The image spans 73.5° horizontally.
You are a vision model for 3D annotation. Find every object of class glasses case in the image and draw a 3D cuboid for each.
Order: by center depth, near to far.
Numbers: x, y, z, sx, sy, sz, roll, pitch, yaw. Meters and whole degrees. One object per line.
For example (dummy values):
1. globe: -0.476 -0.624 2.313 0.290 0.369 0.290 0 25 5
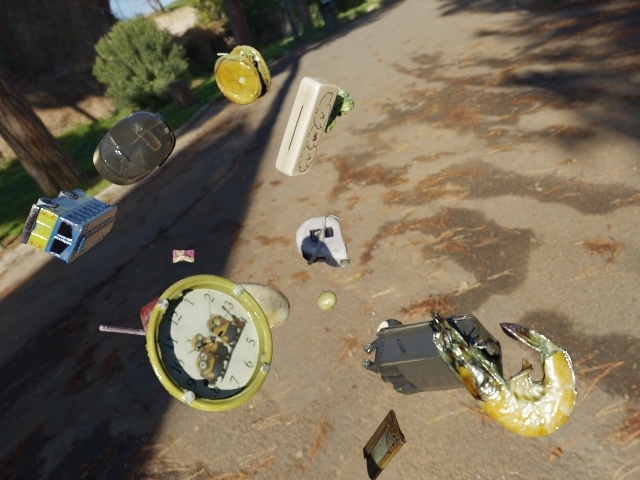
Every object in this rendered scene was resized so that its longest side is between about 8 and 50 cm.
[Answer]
1. glasses case: -0.050 -0.393 1.507 0.076 0.336 0.144 32 29 21

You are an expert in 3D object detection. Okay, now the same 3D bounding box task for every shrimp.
1. shrimp: 0.491 0.327 1.175 0.272 0.445 0.085 -50 -13 7

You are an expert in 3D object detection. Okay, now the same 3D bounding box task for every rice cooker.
1. rice cooker: -0.369 -0.183 0.855 0.107 0.112 0.165 -22 28 43

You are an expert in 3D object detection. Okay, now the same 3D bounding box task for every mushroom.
1. mushroom: -0.220 0.249 1.521 0.254 0.194 0.189 14 -19 -26

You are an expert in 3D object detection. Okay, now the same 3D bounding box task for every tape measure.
1. tape measure: 0.000 0.000 1.716 0.198 0.120 0.235 -8 57 -6

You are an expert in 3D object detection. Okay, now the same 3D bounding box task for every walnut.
1. walnut: 0.027 0.243 1.735 0.092 0.092 0.092 -16 26 8

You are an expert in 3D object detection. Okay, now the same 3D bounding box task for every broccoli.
1. broccoli: 0.054 -0.490 1.640 0.123 0.118 0.203 6 60 31

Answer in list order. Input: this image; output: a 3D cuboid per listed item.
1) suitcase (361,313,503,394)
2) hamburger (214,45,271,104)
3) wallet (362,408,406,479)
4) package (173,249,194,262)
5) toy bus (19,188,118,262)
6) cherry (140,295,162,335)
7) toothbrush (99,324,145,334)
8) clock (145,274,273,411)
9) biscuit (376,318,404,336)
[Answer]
1. suitcase: 0.393 0.398 1.469 0.434 0.283 0.194 -19 42 37
2. hamburger: -0.249 -0.536 1.376 0.177 0.185 0.113 -33 17 52
3. wallet: 0.224 0.745 1.561 0.039 0.243 0.132 16 29 -20
4. package: -0.555 0.063 1.740 0.084 0.029 0.059 0 56 -15
5. toy bus: -0.795 -0.058 1.379 0.138 0.175 0.287 -60 12 13
6. cherry: -0.438 0.278 1.347 0.301 0.230 0.203 28 23 19
7. toothbrush: -0.745 0.373 1.767 0.029 0.354 0.024 -39 60 12
8. clock: -0.190 0.174 0.739 0.057 0.237 0.237 -32 14 40
9. biscuit: 0.352 0.461 2.129 0.152 0.151 0.020 -19 8 3
